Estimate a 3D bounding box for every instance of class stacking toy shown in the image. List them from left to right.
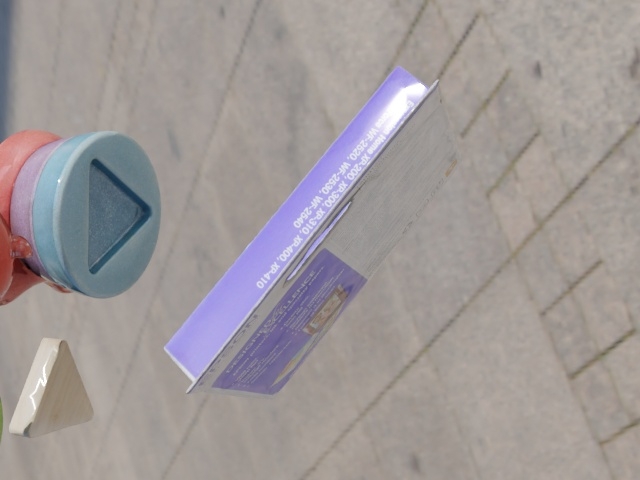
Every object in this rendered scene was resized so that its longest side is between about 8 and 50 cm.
[{"bbox_3d":[-0.218,0.060,0.941,0.130,0.309,0.279,5,106,28],"label":"stacking toy"}]

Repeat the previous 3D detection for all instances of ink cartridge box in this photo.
[{"bbox_3d":[0.000,0.000,0.732,0.045,0.206,0.208,39,180,12],"label":"ink cartridge box"}]
